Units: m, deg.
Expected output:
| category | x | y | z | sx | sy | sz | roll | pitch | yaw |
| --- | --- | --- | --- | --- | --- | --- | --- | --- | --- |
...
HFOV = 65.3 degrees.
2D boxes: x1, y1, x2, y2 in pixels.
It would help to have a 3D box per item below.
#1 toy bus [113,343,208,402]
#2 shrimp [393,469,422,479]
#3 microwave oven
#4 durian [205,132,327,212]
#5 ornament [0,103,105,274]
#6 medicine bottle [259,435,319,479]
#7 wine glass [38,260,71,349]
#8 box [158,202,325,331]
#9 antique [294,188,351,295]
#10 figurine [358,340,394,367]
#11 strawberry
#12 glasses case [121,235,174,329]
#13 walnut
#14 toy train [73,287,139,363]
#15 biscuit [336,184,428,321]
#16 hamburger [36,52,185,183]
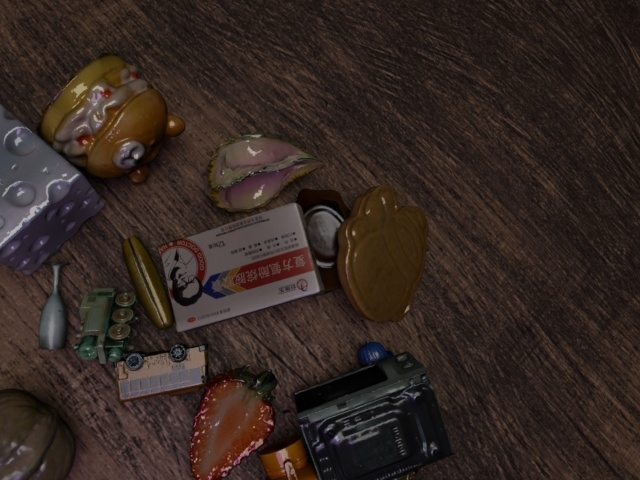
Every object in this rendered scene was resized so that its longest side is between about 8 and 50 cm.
| category | x | y | z | sx | sy | sz | roll | pitch | yaw |
| --- | --- | --- | --- | --- | --- | --- | --- | --- | --- |
| toy bus | -0.351 | 0.297 | 1.131 | 0.201 | 0.098 | 0.114 | -8 | 82 | -13 |
| shrimp | 0.131 | 0.581 | 1.190 | 0.173 | 0.058 | 0.253 | 34 | 61 | 13 |
| microwave oven | 0.115 | 0.412 | 1.121 | 0.296 | 0.181 | 0.237 | -19 | 94 | -6 |
| durian | -0.164 | -0.197 | 1.265 | 0.305 | 0.185 | 0.195 | -25 | 65 | -21 |
| ornament | -0.664 | -0.102 | 1.080 | 0.239 | 0.240 | 0.239 | 41 | 73 | -2 |
| medicine bottle | -0.054 | 0.563 | 1.108 | 0.112 | 0.149 | 0.221 | -18 | 82 | -15 |
| wine glass | -0.604 | 0.148 | 1.130 | 0.066 | 0.066 | 0.197 | 0 | 79 | -12 |
| box | -0.188 | 0.066 | 1.171 | 0.354 | 0.069 | 0.214 | -17 | 81 | 10 |
| antique | 0.000 | 0.000 | 1.260 | 0.224 | 0.129 | 0.277 | 6 | 75 | -8 |
| figurine | 0.132 | 0.328 | 1.249 | 0.088 | 0.086 | 0.149 | 8 | 87 | 14 |
| strawberry | -0.203 | 0.397 | 1.134 | 0.188 | 0.106 | 0.286 | 34 | 86 | -17 |
| glasses case | -0.405 | 0.100 | 1.174 | 0.064 | 0.079 | 0.234 | -24 | 83 | -9 |
| walnut | -0.615 | 0.419 | 0.978 | 0.249 | 0.248 | 0.248 | 3 | 77 | -12 |
| toy train | -0.469 | 0.186 | 1.099 | 0.126 | 0.080 | 0.193 | -1 | 36 | -11 |
| biscuit | 0.166 | 0.026 | 1.250 | 0.312 | 0.057 | 0.351 | 48 | 58 | -32 |
| hamburger | -0.471 | -0.261 | 1.157 | 0.237 | 0.276 | 0.276 | 40 | 72 | -13 |
